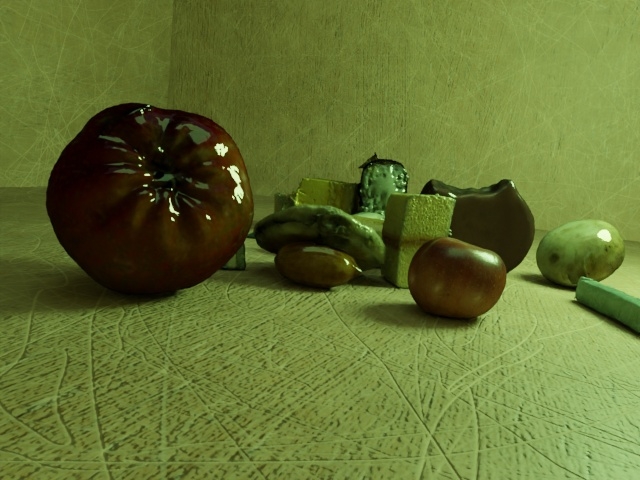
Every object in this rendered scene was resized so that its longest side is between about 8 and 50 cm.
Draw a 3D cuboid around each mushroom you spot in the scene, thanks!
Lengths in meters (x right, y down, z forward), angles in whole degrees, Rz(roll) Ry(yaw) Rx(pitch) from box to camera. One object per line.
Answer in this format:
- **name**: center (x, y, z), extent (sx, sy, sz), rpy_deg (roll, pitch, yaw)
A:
- **mushroom**: center (0.748, 0.043, 1.728), extent (0.255, 0.184, 0.254), rpy_deg (-17, 34, 12)

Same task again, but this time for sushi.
- **sushi**: center (0.223, -0.146, 2.155), extent (0.197, 0.343, 0.182), rpy_deg (-5, 10, -2)

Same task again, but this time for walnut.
- **walnut**: center (-0.006, 0.056, 1.388), extent (0.207, 0.115, 0.116), rpy_deg (7, 8, 11)

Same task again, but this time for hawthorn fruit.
- **hawthorn fruit**: center (-0.353, -0.069, 1.222), extent (0.403, 0.402, 0.403), rpy_deg (5, 8, -1)

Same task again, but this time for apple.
- **apple**: center (0.282, 0.082, 1.248), extent (0.201, 0.162, 0.201), rpy_deg (17, 5, -2)

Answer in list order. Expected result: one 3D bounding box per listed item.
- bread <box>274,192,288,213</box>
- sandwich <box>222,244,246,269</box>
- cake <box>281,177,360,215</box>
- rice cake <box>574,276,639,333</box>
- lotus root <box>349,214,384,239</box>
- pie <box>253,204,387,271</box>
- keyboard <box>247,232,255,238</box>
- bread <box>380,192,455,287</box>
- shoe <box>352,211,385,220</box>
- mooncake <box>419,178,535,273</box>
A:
- **bread**: center (-0.123, -0.111, 2.339), extent (0.105, 0.152, 0.077), rpy_deg (4, 8, 25)
- **sandwich**: center (-0.253, 0.051, 1.571), extent (0.080, 0.113, 0.163), rpy_deg (2, -26, -22)
- **cake**: center (0.007, -0.124, 2.270), extent (0.286, 0.222, 0.227), rpy_deg (8, 6, 15)
- **rice cake**: center (0.677, 0.146, 1.370), extent (0.063, 0.066, 0.336), rpy_deg (14, 8, -5)
- **lotus root**: center (0.118, -0.005, 1.817), extent (0.304, 0.130, 0.146), rpy_deg (8, -15, 10)
- **pie**: center (0.000, 0.000, 1.496), extent (0.340, 0.077, 0.339), rpy_deg (8, -22, 3)
- **keyboard**: center (-0.215, -0.023, 2.126), extent (0.055, 0.014, 0.176), rpy_deg (6, 8, 8)
- **bread**: center (0.236, -0.010, 1.532), extent (0.136, 0.239, 0.178), rpy_deg (4, 9, -13)
- **shoe**: center (0.242, -0.014, 1.953), extent (0.342, 0.132, 0.211), rpy_deg (6, 5, -22)
- **mooncake**: center (0.405, -0.041, 1.658), extent (0.326, 0.333, 0.174), rpy_deg (-35, 7, 2)
